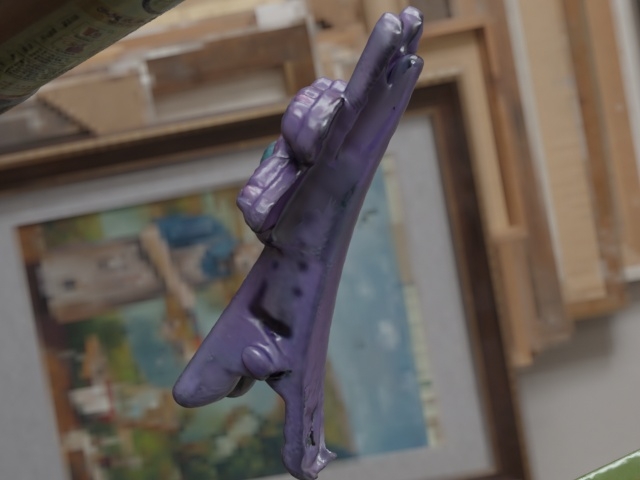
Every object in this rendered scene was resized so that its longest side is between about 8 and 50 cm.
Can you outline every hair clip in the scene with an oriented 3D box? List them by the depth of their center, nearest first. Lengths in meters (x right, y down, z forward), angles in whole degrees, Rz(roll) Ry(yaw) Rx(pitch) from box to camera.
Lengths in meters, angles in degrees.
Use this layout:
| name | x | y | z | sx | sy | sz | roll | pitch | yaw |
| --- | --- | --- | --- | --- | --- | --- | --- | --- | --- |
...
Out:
| name | x | y | z | sx | sy | sz | roll | pitch | yaw |
| --- | --- | --- | --- | --- | --- | --- | --- | --- | --- |
| hair clip | -0.014 | -0.001 | 1.094 | 0.137 | 0.090 | 0.278 | -25 | 130 | -68 |

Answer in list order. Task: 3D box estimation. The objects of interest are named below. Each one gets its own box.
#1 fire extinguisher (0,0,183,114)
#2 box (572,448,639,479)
| name | x | y | z | sx | sy | sz | roll | pitch | yaw |
| --- | --- | --- | --- | --- | --- | --- | --- | --- | --- |
| fire extinguisher | -0.146 | -0.172 | 1.193 | 0.113 | 0.376 | 0.200 | 55 | 38 | -11 |
| box | 0.144 | 0.192 | 0.731 | 0.177 | 0.148 | 0.195 | 53 | -38 | 24 |
